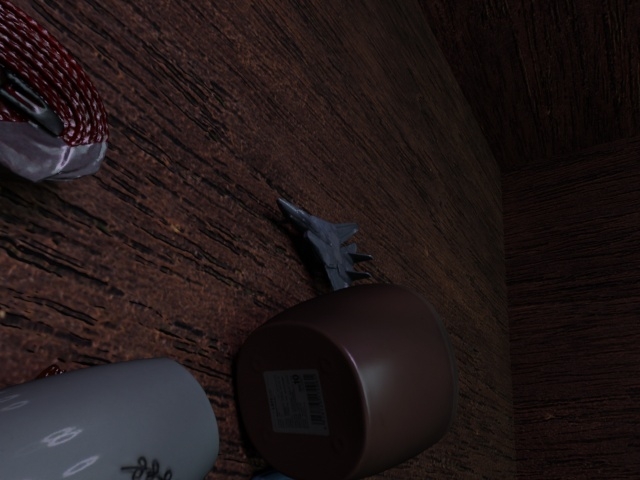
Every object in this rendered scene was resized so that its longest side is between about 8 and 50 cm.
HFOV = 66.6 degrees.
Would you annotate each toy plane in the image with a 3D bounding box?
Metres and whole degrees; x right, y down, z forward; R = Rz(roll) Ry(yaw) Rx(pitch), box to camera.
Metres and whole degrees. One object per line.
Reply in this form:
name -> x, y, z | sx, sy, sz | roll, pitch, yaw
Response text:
toy plane -> -0.009, 0.003, 0.929 | 0.267, 0.088, 0.212 | 37, 49, -36

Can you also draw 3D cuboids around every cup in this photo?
cup -> -0.225, 0.237, 0.429 | 0.234, 0.187, 0.257 | -14, 123, -53

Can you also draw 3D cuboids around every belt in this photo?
belt -> -0.312, -0.139, 0.465 | 0.201, 0.124, 0.127 | 51, 58, -44

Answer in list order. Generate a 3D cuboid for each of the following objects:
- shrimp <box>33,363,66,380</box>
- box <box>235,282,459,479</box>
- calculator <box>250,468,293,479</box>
shrimp -> -0.250, 0.175, 0.538 | 0.178, 0.034, 0.124 | -45, 115, -42
box -> 0.032, 0.212, 0.731 | 0.216, 0.301, 0.300 | -5, 84, -53
calculator -> -0.066, 0.443, 0.730 | 0.121, 0.039, 0.210 | 28, 56, -52
